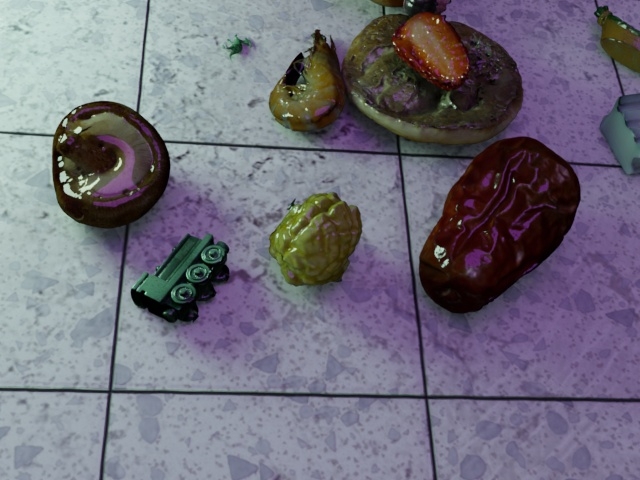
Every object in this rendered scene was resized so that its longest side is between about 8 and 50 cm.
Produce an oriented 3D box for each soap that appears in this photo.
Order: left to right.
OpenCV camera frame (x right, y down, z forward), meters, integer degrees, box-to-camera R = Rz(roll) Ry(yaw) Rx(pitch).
[{"bbox_3d":[0.708,-0.225,1.792,0.261,0.094,0.150,-9,64,-16],"label":"soap"}]

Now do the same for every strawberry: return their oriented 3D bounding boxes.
[{"bbox_3d":[0.215,-0.350,1.706,0.121,0.082,0.188,-28,66,0],"label":"strawberry"}]

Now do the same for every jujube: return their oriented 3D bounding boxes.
[{"bbox_3d":[0.301,-0.028,1.542,0.216,0.216,0.342,33,70,13],"label":"jujube"}]

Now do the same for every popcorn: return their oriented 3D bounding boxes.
[{"bbox_3d":[-0.010,-0.007,1.497,0.142,0.173,0.173,20,56,-5],"label":"popcorn"}]

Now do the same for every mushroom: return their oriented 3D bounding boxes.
[{"bbox_3d":[-0.363,-0.122,1.535,0.194,0.138,0.231,6,66,-21],"label":"mushroom"}]

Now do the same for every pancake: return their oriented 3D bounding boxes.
[{"bbox_3d":[0.223,-0.323,1.779,0.386,0.082,0.387,5,49,-5],"label":"pancake"}]

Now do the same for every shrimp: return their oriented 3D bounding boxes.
[{"bbox_3d":[-0.029,-0.315,1.754,0.152,0.063,0.287,-12,48,10],"label":"shrimp"}]

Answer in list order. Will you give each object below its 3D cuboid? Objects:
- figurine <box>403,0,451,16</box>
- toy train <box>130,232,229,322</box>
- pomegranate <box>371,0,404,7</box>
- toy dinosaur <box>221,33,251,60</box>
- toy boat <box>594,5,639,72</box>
[{"bbox_3d":[0.226,-0.495,1.849,0.129,0.072,0.054,-12,58,-43],"label":"figurine"},{"bbox_3d":[-0.223,0.058,1.469,0.111,0.071,0.170,24,56,16],"label":"toy train"},{"bbox_3d":[0.144,-0.613,1.867,0.270,0.252,0.229,-34,57,-4],"label":"pomegranate"},{"bbox_3d":[-0.165,-0.386,1.799,0.062,0.021,0.083,-2,55,-26],"label":"toy dinosaur"},{"bbox_3d":[0.677,-0.427,1.916,0.229,0.089,0.088,36,73,19],"label":"toy boat"}]
